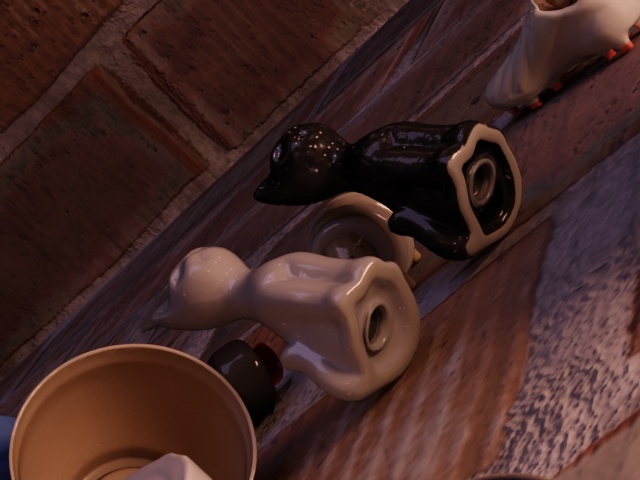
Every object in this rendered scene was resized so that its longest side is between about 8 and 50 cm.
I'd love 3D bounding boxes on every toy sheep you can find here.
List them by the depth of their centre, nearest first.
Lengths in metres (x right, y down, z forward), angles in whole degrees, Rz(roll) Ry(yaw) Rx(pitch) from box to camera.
[{"bbox_3d":[0.032,0.005,1.192,0.091,0.091,0.132,-43,10,16],"label":"toy sheep"}]

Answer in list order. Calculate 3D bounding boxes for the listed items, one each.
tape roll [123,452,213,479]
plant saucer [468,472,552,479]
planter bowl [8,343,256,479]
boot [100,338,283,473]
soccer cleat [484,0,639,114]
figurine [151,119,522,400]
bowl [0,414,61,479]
[{"bbox_3d":[-0.135,0.252,0.835,0.286,0.100,0.286,-44,10,10],"label":"tape roll"},{"bbox_3d":[-0.003,0.217,0.565,0.310,0.050,0.310,-44,9,8],"label":"plant saucer"},{"bbox_3d":[-0.128,0.166,1.063,0.162,0.162,0.109,-52,-15,-31],"label":"planter bowl"},{"bbox_3d":[-0.115,0.154,1.270,0.176,0.088,0.244,-33,-4,-21],"label":"boot"},{"bbox_3d":[0.188,-0.165,1.270,0.068,0.076,0.196,-51,10,-30],"label":"soccer cleat"},{"bbox_3d":[0.000,0.000,1.086,0.209,0.092,0.215,11,52,43],"label":"figurine"},{"bbox_3d":[-0.344,0.274,1.148,0.391,0.077,0.391,-38,-15,-12],"label":"bowl"}]
